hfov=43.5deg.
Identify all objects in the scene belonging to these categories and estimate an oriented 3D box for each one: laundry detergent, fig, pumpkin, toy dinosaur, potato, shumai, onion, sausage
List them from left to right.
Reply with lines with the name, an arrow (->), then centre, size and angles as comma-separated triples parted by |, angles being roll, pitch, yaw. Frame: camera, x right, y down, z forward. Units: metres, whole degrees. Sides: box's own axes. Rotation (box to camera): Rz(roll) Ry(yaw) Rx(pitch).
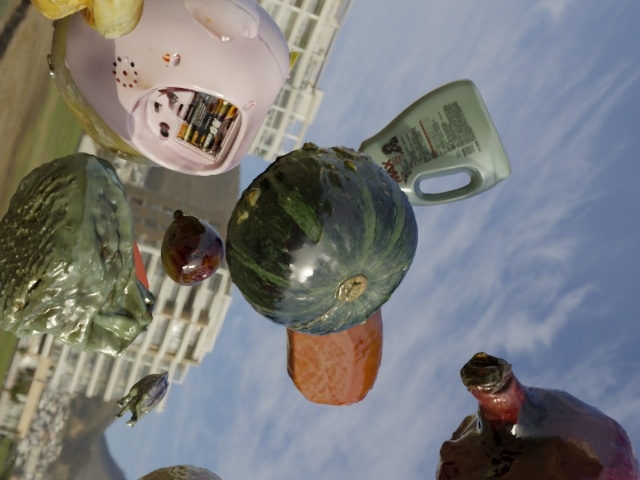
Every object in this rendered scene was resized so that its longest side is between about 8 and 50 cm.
shumai -> -0.316, 0.016, 1.101 | 0.225, 0.222, 0.260 | 21, -86, 47
potato -> -0.402, -0.366, 1.774 | 0.385, 0.442, 0.319 | -31, -173, 43
toy dinosaur -> -0.442, 0.397, 2.033 | 0.162, 0.077, 0.294 | -43, -170, -8
fig -> -0.229, 0.003, 1.379 | 0.154, 0.109, 0.103 | 55, -39, 33
pumpkin -> 0.001, 0.001, 0.756 | 0.146, 0.190, 0.190 | 47, -54, 28
sausage -> 0.022, 0.144, 1.255 | 0.141, 0.153, 0.268 | -69, 162, -49
laundry detergent -> 0.212, -0.180, 1.857 | 0.398, 0.263, 0.125 | -25, -175, 6
onion -> 0.389, 0.385, 1.504 | 0.398, 0.399, 0.420 | -149, -138, -73

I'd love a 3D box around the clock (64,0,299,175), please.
clock -> -0.258, -0.292, 1.388 | 0.368, 0.377, 0.250 | -53, -166, 50

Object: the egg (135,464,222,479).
egg -> -0.245, 0.484, 1.365 | 0.203, 0.245, 0.203 | -6, -100, 38

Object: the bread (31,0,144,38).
bread -> -0.250, -0.320, 0.788 | 0.236, 0.120, 0.198 | 66, -19, 3

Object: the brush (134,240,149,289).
brush -> -0.445, 0.062, 1.856 | 0.070, 0.051, 0.323 | -41, 128, -42
